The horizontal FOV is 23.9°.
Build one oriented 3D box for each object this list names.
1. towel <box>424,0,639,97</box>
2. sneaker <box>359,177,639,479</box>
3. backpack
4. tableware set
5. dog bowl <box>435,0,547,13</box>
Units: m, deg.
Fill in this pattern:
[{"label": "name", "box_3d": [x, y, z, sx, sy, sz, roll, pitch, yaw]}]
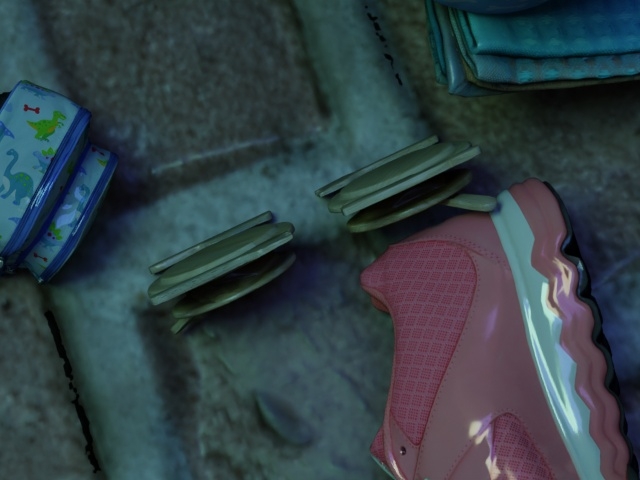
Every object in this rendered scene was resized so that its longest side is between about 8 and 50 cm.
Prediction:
[{"label": "towel", "box_3d": [0.220, -0.223, 0.846, 0.370, 0.040, 0.271, -6, 75, -15]}, {"label": "sneaker", "box_3d": [0.099, 0.127, 0.788, 0.136, 0.116, 0.314, -16, 65, 11]}, {"label": "backpack", "box_3d": [-0.162, -0.033, 0.843, 0.084, 0.114, 0.105, 27, 75, -8]}, {"label": "tableware set", "box_3d": [0.000, 0.000, 0.825, 0.194, 0.128, 0.039, -25, 99, -3]}, {"label": "dog bowl", "box_3d": [0.141, -0.212, 0.764, 0.297, 0.074, 0.166, -24, 81, -21]}]
